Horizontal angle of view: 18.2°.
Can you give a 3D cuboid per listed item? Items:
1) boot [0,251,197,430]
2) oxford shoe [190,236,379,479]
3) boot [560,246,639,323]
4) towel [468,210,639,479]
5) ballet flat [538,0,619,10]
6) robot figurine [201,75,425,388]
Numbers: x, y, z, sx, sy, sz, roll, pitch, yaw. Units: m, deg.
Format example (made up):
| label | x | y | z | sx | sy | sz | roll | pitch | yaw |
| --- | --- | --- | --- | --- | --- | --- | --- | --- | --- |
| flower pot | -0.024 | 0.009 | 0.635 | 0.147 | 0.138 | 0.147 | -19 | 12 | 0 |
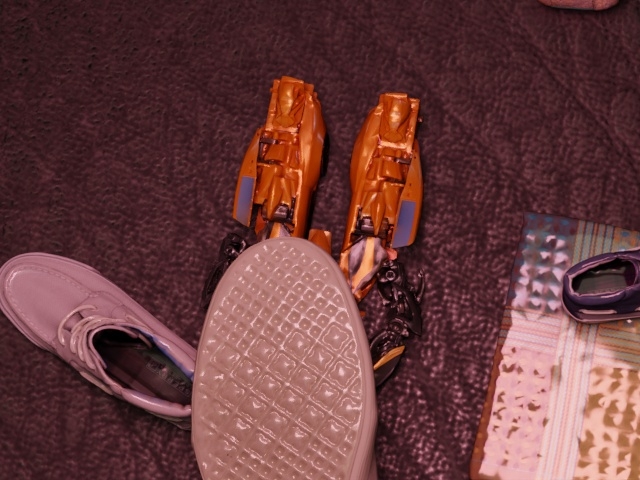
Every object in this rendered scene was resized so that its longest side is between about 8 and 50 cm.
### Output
| label | x | y | z | sx | sy | sz | roll | pitch | yaw |
| --- | --- | --- | --- | --- | --- | --- | --- | --- | --- |
| boot | -0.200 | 0.084 | 1.845 | 0.258 | 0.123 | 0.095 | 30 | 83 | 10 |
| oxford shoe | -0.015 | 0.221 | 1.781 | 0.169 | 0.130 | 0.449 | -9 | 89 | 12 |
| boot | 0.310 | 0.032 | 1.793 | 0.190 | 0.086 | 0.069 | -16 | 77 | 4 |
| towel | 0.342 | 0.135 | 1.833 | 0.370 | 0.040 | 0.271 | 12 | 80 | 9 |
| ballet flat | 0.219 | -0.370 | 1.906 | 0.106 | 0.107 | 0.316 | -11 | 78 | 13 |
| robot figurine | 0.000 | 0.000 | 1.863 | 0.211 | 0.085 | 0.291 | 8 | 80 | 7 |
